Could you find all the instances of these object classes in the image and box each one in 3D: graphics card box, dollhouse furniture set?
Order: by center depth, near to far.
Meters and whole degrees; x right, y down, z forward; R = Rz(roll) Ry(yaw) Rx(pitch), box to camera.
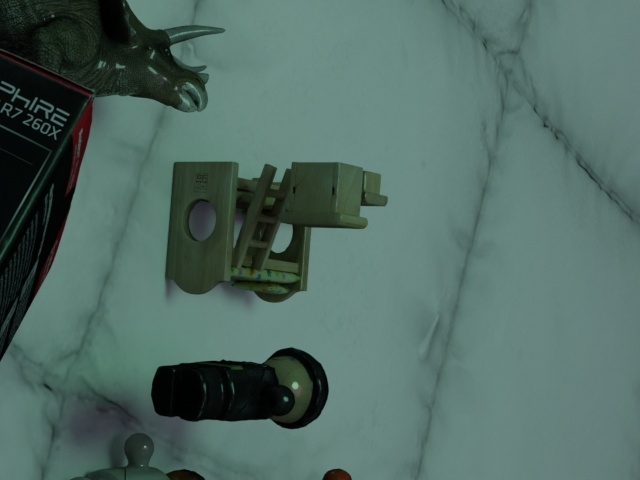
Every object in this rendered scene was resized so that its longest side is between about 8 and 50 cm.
[{"bbox_3d":[-0.250,0.095,0.946,0.233,0.094,0.371,120,-7,-61],"label":"graphics card box"},{"bbox_3d":[0.000,0.000,1.355,0.182,0.161,0.101,9,84,-55],"label":"dollhouse furniture set"}]

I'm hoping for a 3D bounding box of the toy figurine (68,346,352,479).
[{"bbox_3d":[-0.057,0.199,1.226,0.148,0.213,0.209,3,134,-52],"label":"toy figurine"}]

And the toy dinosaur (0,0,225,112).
[{"bbox_3d":[-0.198,-0.177,1.126,0.313,0.121,0.160,57,35,-33],"label":"toy dinosaur"}]
